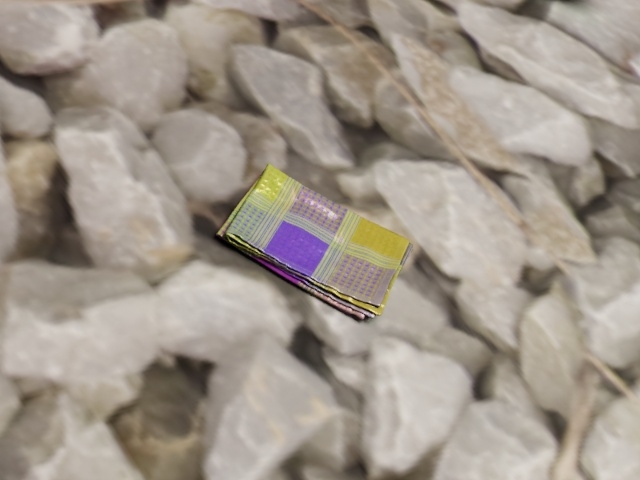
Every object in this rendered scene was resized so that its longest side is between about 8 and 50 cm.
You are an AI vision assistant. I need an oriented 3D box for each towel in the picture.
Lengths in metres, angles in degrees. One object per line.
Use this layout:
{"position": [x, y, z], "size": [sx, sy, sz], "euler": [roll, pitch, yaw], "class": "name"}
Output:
{"position": [0.000, 0.000, 0.769], "size": [0.083, 0.009, 0.060], "euler": [29, 43, 4], "class": "towel"}
